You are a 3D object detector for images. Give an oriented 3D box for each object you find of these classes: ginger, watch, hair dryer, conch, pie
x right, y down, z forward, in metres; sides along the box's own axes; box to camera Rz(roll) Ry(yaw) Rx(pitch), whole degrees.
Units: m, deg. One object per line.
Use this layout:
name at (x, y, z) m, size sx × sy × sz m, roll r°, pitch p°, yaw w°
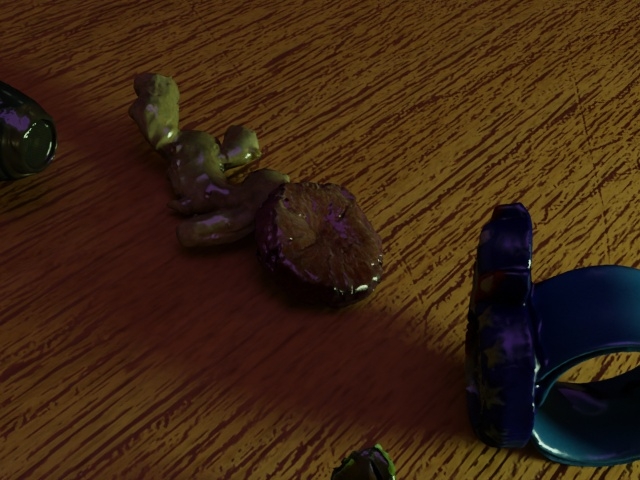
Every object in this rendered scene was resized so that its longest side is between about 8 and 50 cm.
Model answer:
ginger at (-0.124, -0.096, 1.032) m, size 0.149 × 0.065 × 0.258 m, roll -8°, pitch 51°, yaw -31°
watch at (0.229, 0.098, 0.818) m, size 0.200 × 0.196 × 0.171 m, roll 4°, pitch 51°, yaw 0°
hair dryer at (-0.453, -0.049, 0.888) m, size 0.304 × 0.120 × 0.359 m, roll 14°, pitch 49°, yaw 14°
conch at (0.039, 0.220, 0.714) m, size 0.089 × 0.074 × 0.121 m, roll -12°, pitch 84°, yaw -6°
pie at (0.000, 0.000, 0.952) m, size 0.153 × 0.038 × 0.153 m, roll 15°, pitch 52°, yaw -20°
